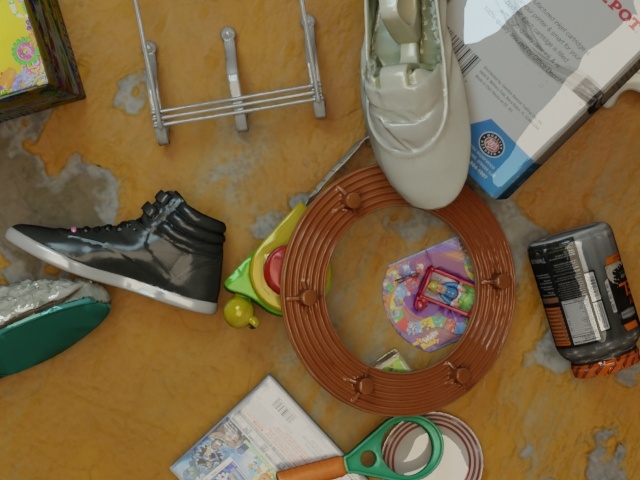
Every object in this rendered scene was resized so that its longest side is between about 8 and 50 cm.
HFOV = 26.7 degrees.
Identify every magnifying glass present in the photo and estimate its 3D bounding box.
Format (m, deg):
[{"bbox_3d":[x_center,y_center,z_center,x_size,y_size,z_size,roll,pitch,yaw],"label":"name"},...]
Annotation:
[{"bbox_3d":[0.054,0.293,1.801,0.231,0.026,0.092,-13,86,-11],"label":"magnifying glass"}]

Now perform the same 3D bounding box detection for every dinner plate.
[{"bbox_3d":[0.152,0.303,1.846,0.141,0.017,0.141,0,91,0],"label":"dinner plate"}]

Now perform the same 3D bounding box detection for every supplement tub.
[{"bbox_3d":[0.354,0.080,1.791,0.117,0.117,0.190,-17,93,0],"label":"supplement tub"}]

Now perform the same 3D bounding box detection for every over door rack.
[{"bbox_3d":[-0.128,-0.302,1.766,0.240,0.108,0.324,-10,113,0],"label":"over door rack"}]

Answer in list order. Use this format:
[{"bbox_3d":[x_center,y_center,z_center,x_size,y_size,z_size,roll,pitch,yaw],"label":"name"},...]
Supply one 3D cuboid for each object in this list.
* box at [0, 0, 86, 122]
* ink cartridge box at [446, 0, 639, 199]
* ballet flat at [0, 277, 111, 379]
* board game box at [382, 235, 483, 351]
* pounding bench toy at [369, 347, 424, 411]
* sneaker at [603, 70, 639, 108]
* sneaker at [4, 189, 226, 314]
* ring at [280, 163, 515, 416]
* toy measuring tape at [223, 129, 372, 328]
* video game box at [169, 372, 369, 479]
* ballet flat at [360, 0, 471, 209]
[{"bbox_3d":[-0.476,-0.228,1.694,0.290,0.279,0.177,-16,92,-1],"label":"box"},{"bbox_3d":[0.263,-0.236,1.731,0.307,0.129,0.223,-45,79,12],"label":"ink cartridge box"},{"bbox_3d":[-0.478,0.137,1.785,0.409,0.147,0.147,-32,92,1],"label":"ballet flat"},{"bbox_3d":[0.170,0.073,1.831,0.169,0.033,0.133,-23,92,1],"label":"board game box"},{"bbox_3d":[0.105,0.195,1.818,0.052,0.065,0.083,-35,92,0],"label":"pounding bench toy"},{"bbox_3d":[0.467,-0.237,1.806,0.232,0.090,0.115,-15,99,9],"label":"sneaker"},{"bbox_3d":[-0.260,-0.011,1.795,0.296,0.104,0.147,17,90,-7],"label":"sneaker"},{"bbox_3d":[0.110,0.063,1.764,0.337,0.032,0.336,1,88,-22],"label":"ring"},{"bbox_3d":[0.000,0.000,1.797,0.121,0.121,0.330,43,80,-2],"label":"toy measuring tape"},{"bbox_3d":[-0.067,0.317,1.830,0.187,0.048,0.205,-42,92,-3],"label":"video game box"},{"bbox_3d":[0.099,-0.236,1.643,0.139,0.139,0.400,-4,89,0],"label":"ballet flat"}]
